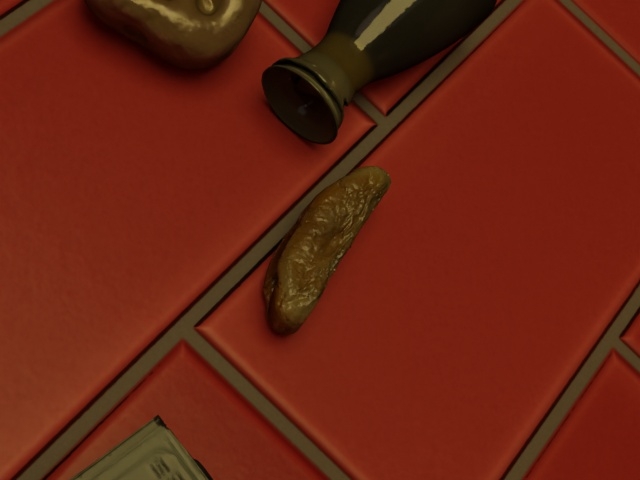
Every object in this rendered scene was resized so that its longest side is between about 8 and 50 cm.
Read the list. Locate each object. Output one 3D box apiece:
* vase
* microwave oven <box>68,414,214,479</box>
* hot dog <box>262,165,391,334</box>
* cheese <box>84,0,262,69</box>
[{"bbox_3d":[0.073,-0.264,1.339,0.173,0.173,0.321,43,63,1],"label":"vase"},{"bbox_3d":[-0.169,0.270,0.974,0.122,0.208,0.162,-36,84,-30],"label":"microwave oven"},{"bbox_3d":[0.000,0.000,1.234,0.073,0.084,0.242,35,61,-5],"label":"hot dog"},{"bbox_3d":[-0.183,-0.315,1.283,0.218,0.117,0.235,-6,71,-23],"label":"cheese"}]
